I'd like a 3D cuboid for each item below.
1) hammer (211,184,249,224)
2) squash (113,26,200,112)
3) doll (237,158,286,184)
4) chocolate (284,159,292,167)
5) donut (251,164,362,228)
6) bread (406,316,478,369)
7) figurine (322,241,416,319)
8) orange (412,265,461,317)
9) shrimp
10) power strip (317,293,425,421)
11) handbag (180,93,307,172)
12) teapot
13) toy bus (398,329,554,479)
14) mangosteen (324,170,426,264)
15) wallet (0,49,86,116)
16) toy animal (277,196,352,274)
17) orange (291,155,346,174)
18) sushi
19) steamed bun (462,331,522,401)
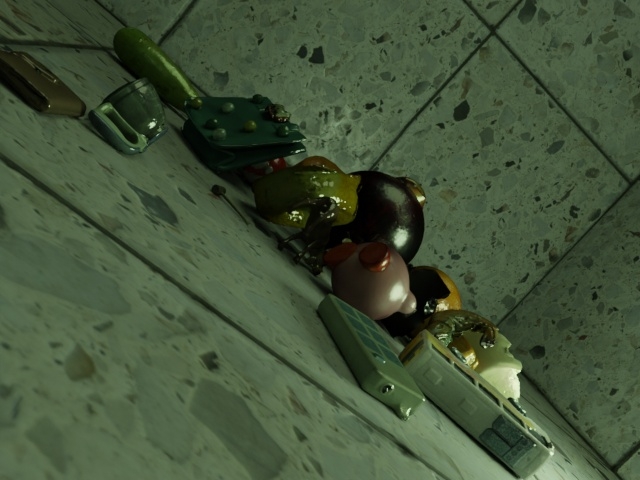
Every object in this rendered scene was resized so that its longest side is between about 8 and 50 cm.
[{"bbox_3d":[-0.185,-0.073,1.265,0.110,0.019,0.035,49,9,13],"label":"hammer"},{"bbox_3d":[-0.484,-0.500,1.840,0.370,0.118,0.118,46,7,-2],"label":"squash"},{"bbox_3d":[-0.169,-0.216,1.755,0.161,0.130,0.290,41,-2,11],"label":"doll"},{"bbox_3d":[-0.178,-0.244,2.066,0.254,0.080,0.157,42,22,17],"label":"chocolate"},{"bbox_3d":[-0.030,-0.093,1.422,0.272,0.271,0.107,25,59,-67],"label":"donut"},{"bbox_3d":[0.292,0.258,1.474,0.077,0.115,0.200,65,-3,-25],"label":"bread"},{"bbox_3d":[0.106,0.087,1.279,0.173,0.173,0.173,41,7,-6],"label":"figurine"},{"bbox_3d":[0.299,0.172,1.700,0.206,0.206,0.206,41,7,-6],"label":"orange"},{"bbox_3d":[0.306,0.225,1.377,0.169,0.058,0.296,9,21,29],"label":"shrimp"},{"bbox_3d":[0.078,0.184,1.003,0.118,0.046,0.270,38,9,-30],"label":"power strip"},{"bbox_3d":[-0.206,-0.299,1.571,0.274,0.100,0.269,-13,40,-24],"label":"handbag"},{"bbox_3d":[-0.312,-0.208,1.025,0.108,0.111,0.149,54,-1,-14],"label":"teapot"},{"bbox_3d":[0.307,0.320,1.194,0.342,0.097,0.138,41,9,1],"label":"toy bus"},{"bbox_3d":[0.140,-0.063,1.662,0.307,0.307,0.347,41,40,-6],"label":"mangosteen"},{"bbox_3d":[-0.413,-0.231,0.893,0.118,0.039,0.153,43,8,-9],"label":"wallet"},{"bbox_3d":[0.000,0.000,1.321,0.093,0.214,0.186,36,34,27],"label":"toy animal"},{"bbox_3d":[0.009,-0.147,1.876,0.249,0.183,0.249,158,-90,-85],"label":"orange"},{"bbox_3d":[0.213,0.138,1.486,0.153,0.172,0.150,57,1,12],"label":"sushi"},{"bbox_3d":[0.426,0.327,1.515,0.200,0.170,0.225,45,6,-24],"label":"steamed bun"}]
